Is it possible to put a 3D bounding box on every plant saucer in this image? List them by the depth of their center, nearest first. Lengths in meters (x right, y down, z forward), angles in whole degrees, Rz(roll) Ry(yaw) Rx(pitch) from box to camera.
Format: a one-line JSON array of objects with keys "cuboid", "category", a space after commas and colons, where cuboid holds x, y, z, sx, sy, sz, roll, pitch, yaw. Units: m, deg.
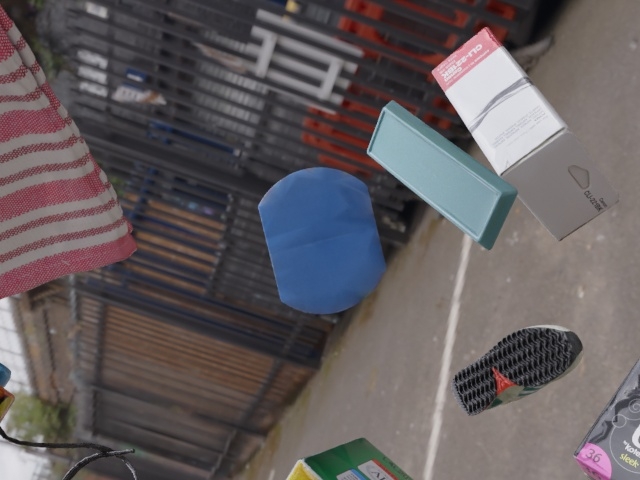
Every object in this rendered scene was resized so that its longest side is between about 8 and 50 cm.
[{"cuboid": [0.112, -0.068, 0.892, 0.192, 0.018, 0.067, 43, 124, 39], "category": "plant saucer"}]

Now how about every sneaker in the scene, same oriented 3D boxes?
[{"cuboid": [0.201, 0.119, 0.877, 0.161, 0.075, 0.057, -43, 67, 45], "category": "sneaker"}]

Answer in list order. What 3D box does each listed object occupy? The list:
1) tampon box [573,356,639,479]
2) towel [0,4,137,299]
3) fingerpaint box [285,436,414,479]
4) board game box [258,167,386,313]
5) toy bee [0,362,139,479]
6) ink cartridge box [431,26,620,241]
[{"cuboid": [0.286, 0.183, 0.689, 0.101, 0.120, 0.161, -52, -42, -11], "category": "tampon box"}, {"cuboid": [-0.187, -0.027, 0.447, 0.197, 0.144, 0.029, 73, 172, -53], "category": "towel"}, {"cuboid": [0.076, 0.457, 0.761, 0.371, 0.444, 0.163, -57, -22, 10], "category": "fingerpaint box"}, {"cuboid": [0.000, 0.000, 1.052, 0.033, 0.133, 0.169, 175, 81, -73], "category": "board game box"}, {"cuboid": [-0.290, 0.103, 0.682, 0.162, 0.298, 0.195, 84, -170, -64], "category": "toy bee"}, {"cuboid": [0.301, -0.158, 1.339, 0.114, 0.197, 0.273, -38, 42, 15], "category": "ink cartridge box"}]
